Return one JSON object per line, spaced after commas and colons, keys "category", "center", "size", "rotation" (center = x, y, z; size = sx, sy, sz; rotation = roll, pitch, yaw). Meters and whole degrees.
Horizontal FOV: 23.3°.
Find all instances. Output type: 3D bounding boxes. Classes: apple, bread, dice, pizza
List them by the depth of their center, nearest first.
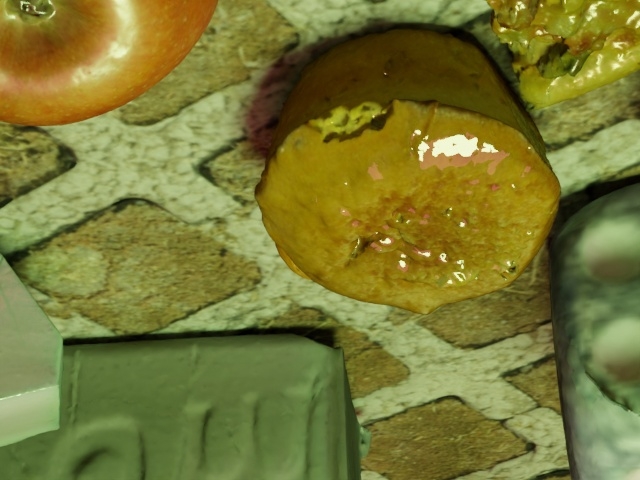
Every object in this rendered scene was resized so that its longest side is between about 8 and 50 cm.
{"category": "apple", "center": [-0.193, -0.194, 0.987], "size": [0.251, 0.206, 0.272], "rotation": [-30, 136, 31]}
{"category": "pizza", "center": [0.234, -0.207, 1.096], "size": [0.268, 0.087, 0.258], "rotation": [-16, 146, 17]}
{"category": "bread", "center": [0.070, -0.050, 1.267], "size": [0.268, 0.145, 0.268], "rotation": [2, 144, 1]}
{"category": "dice", "center": [0.350, 0.115, 1.405], "size": [0.270, 0.270, 0.271], "rotation": [-7, 145, 8]}

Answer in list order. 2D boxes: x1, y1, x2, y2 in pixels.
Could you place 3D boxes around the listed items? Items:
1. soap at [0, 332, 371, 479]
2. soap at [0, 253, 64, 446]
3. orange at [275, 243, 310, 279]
{"category": "soap", "center": [-0.169, 0.283, 1.575], "size": [0.435, 0.350, 0.213], "rotation": [-2, 147, 5]}
{"category": "soap", "center": [-0.406, 0.094, 1.403], "size": [0.347, 0.208, 0.115], "rotation": [4, 146, -8]}
{"category": "orange", "center": [0.000, 0.000, 1.399], "size": [0.083, 0.070, 0.083], "rotation": [1, 149, 0]}
